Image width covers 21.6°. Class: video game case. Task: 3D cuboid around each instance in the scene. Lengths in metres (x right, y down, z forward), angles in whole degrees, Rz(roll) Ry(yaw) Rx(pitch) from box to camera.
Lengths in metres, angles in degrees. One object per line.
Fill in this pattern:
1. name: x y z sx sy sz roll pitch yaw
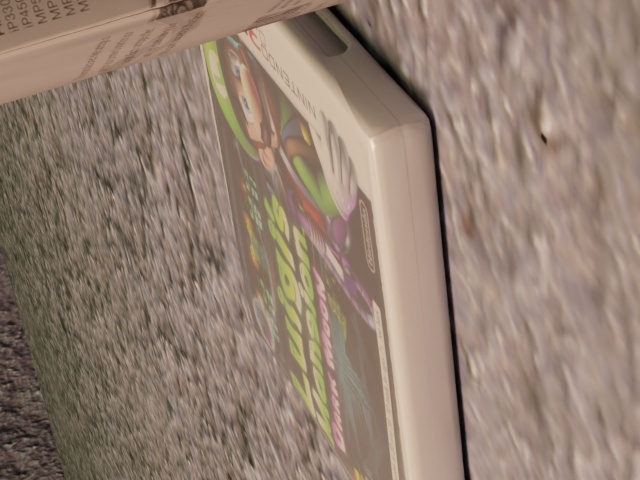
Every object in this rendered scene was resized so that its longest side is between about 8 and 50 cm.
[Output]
1. video game case: 0.000 0.000 0.572 0.173 0.022 0.190 -126 21 -50

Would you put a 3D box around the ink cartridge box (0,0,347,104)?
1. ink cartridge box: -0.038 -0.073 0.378 0.099 0.135 0.056 173 79 -76
